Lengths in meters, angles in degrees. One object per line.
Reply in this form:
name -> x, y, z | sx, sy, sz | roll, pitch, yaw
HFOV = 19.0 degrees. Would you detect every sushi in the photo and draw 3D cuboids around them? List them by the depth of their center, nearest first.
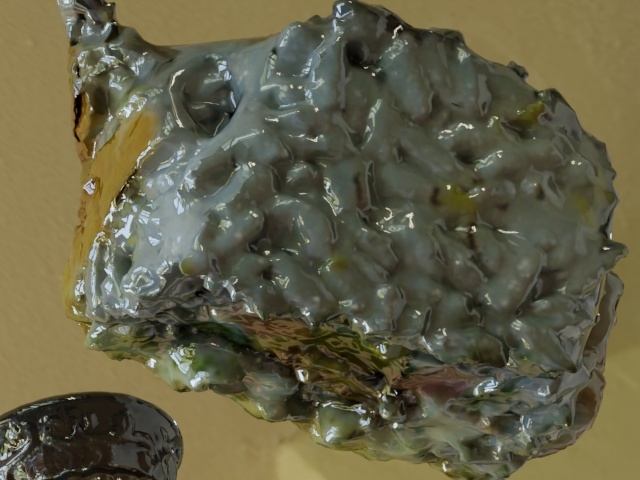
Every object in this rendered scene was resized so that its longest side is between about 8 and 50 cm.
sushi -> 0.000, 0.000, 0.783 | 0.274, 0.184, 0.139 | 19, -116, -14

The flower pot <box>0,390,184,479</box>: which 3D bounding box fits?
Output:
flower pot -> -0.173, 0.275, 1.462 | 0.266, 0.267, 0.267 | -13, -38, -10
